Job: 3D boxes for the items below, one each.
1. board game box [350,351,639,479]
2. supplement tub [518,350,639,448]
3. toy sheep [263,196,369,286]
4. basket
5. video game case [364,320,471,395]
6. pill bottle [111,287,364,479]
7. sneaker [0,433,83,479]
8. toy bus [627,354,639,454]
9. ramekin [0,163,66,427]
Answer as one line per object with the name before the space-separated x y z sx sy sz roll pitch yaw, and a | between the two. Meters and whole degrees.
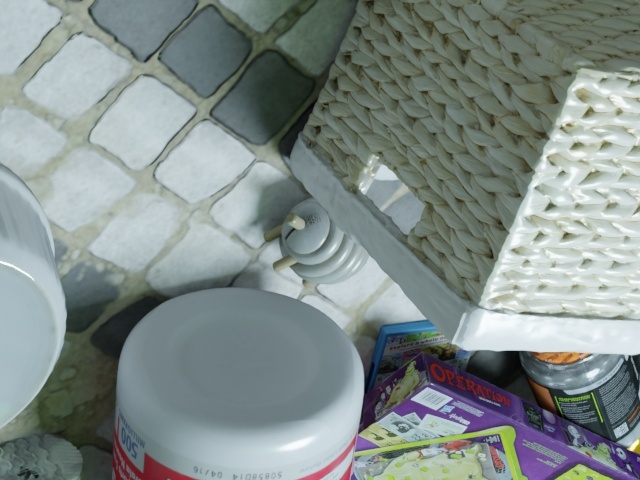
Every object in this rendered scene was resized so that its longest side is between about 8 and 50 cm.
board game box | 0.167 0.244 1.953 0.346 0.056 0.208 27 125 -33
supplement tub | 0.283 0.142 1.979 0.117 0.117 0.190 -32 136 -6
toy sheep | 0.000 0.000 1.712 0.091 0.091 0.132 -47 153 10
basket | 0.204 -0.090 1.601 0.331 0.328 0.266 2 119 -32
video game case | 0.098 0.155 1.947 0.119 0.015 0.166 -5 127 -28
pill bottle | -0.090 0.267 1.767 0.229 0.229 0.408 -12 130 -24
sneaker | -0.357 0.296 1.714 0.293 0.102 0.146 -15 132 -21
toy bus | 0.417 0.231 2.069 0.220 0.211 0.149 -49 133 9
ramekin | -0.338 0.063 1.521 0.272 0.127 0.273 -17 132 -19
